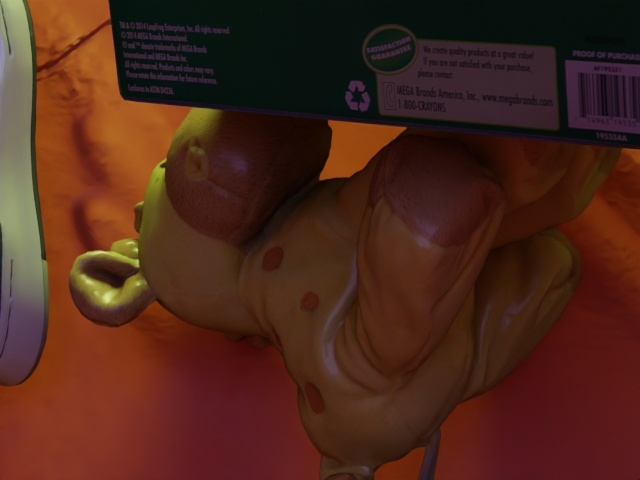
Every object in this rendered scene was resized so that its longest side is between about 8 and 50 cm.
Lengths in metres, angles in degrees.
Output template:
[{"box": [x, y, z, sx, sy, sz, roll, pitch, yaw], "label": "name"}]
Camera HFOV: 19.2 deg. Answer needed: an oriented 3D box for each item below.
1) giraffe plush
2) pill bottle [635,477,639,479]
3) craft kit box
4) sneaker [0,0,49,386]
[{"box": [0.000, 0.000, 0.792, 0.170, 0.181, 0.210, 31, 109, 23], "label": "giraffe plush"}, {"box": [0.042, 0.203, 0.696, 0.278, 0.162, 0.162, -28, 71, -6], "label": "pill bottle"}, {"box": [0.092, -0.097, 0.726, 0.250, 0.247, 0.061, 9, 110, 41], "label": "craft kit box"}, {"box": [-0.207, -0.051, 0.807, 0.163, 0.086, 0.226, 4, 66, -33], "label": "sneaker"}]
